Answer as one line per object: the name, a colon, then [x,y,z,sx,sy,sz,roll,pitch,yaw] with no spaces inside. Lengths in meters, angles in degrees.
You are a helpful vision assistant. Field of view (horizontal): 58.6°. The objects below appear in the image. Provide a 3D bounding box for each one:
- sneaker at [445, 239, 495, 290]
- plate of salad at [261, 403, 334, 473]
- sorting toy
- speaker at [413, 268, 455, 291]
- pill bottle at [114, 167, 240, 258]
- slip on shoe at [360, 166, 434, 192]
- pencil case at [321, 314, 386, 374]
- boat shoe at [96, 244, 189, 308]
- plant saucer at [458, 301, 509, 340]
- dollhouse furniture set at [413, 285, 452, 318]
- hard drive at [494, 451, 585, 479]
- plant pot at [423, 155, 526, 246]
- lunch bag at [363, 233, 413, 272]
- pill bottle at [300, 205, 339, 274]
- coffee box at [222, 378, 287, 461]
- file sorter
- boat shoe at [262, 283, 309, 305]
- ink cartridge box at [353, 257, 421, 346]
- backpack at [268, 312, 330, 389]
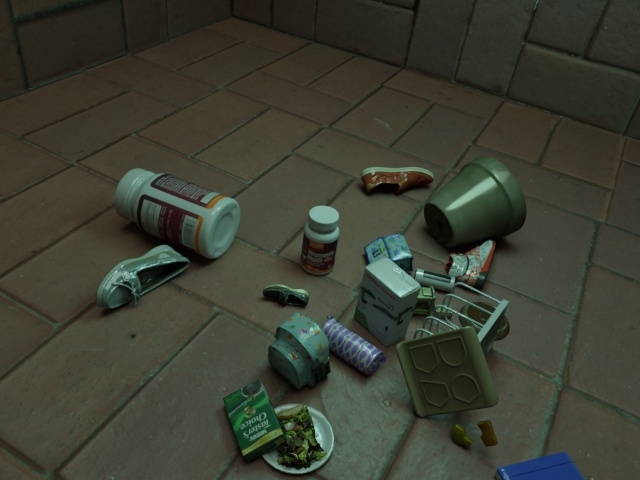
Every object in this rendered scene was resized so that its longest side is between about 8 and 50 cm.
sneaker: [0.541,0.062,2.063,0.145,0.090,0.270,20,42,12]
plate of salad: [-0.062,0.493,1.445,0.200,0.048,0.200,6,38,-4]
sorting toy: [0.349,0.396,1.513,0.229,0.307,0.041,-21,-6,30]
speaker: [0.392,0.137,1.971,0.136,0.055,0.055,14,38,7]
pill bottle: [-0.498,-0.102,1.979,0.392,0.224,0.224,22,40,16]
slip on shoe: [0.331,-0.249,2.422,0.331,0.123,0.101,-2,71,-20]
pencil case: [0.088,0.310,1.679,0.206,0.086,0.088,34,17,27]
boat shoe: [-0.554,0.117,1.782,0.103,0.118,0.320,23,33,25]
plant saucer: [0.540,0.256,1.868,0.168,0.029,0.168,4,39,-3]
dollhouse furniture set: [0.340,0.163,1.890,0.182,0.101,0.161,4,38,-6]
hard drive: [0.584,0.668,1.343,0.210,0.040,0.318,-6,40,-17]
plant pot: [0.560,-0.117,2.156,0.280,0.323,0.323,-27,48,-16]
lunch bag: [0.240,0.054,2.025,0.151,0.096,0.129,-12,43,-2]
pill bottle: [0.000,0.000,1.939,0.121,0.221,0.121,5,38,-4]
coffee box: [-0.169,0.453,1.448,0.113,0.040,0.184,-26,44,-7]
file sorter: [0.399,0.284,1.678,0.173,0.193,0.278,26,41,26]
boat shoe: [-0.111,0.178,1.828,0.152,0.056,0.049,6,33,-3]
ink cartridge box: [0.199,0.187,1.738,0.092,0.219,0.160,-23,47,-33]
backpack: [-0.058,0.302,1.573,0.144,0.188,0.166,-27,51,-37]
